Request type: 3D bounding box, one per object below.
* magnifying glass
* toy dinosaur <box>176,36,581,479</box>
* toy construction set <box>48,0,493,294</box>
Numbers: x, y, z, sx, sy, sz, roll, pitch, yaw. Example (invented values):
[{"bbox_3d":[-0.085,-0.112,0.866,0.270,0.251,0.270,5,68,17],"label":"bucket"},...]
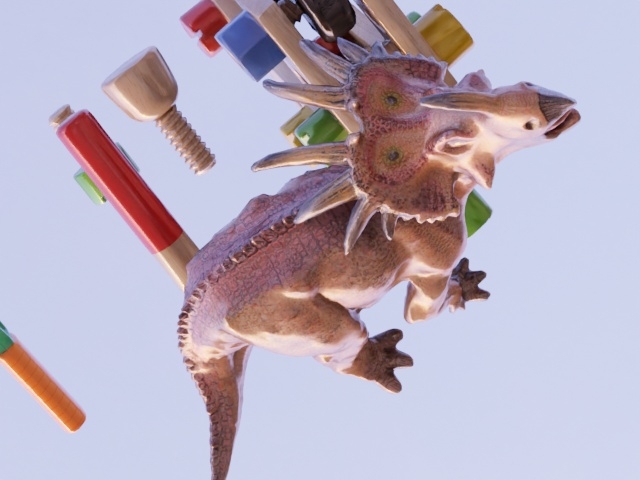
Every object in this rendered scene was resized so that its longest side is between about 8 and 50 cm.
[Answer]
[{"bbox_3d":[-0.250,0.061,1.409,0.026,0.092,0.231,-41,-59,-2],"label":"magnifying glass"},{"bbox_3d":[0.000,0.000,1.002,0.295,0.127,0.200,-45,-19,11],"label":"toy dinosaur"},{"bbox_3d":[0.010,-0.064,1.174,0.309,0.257,0.237,-44,-75,-28],"label":"toy construction set"}]
